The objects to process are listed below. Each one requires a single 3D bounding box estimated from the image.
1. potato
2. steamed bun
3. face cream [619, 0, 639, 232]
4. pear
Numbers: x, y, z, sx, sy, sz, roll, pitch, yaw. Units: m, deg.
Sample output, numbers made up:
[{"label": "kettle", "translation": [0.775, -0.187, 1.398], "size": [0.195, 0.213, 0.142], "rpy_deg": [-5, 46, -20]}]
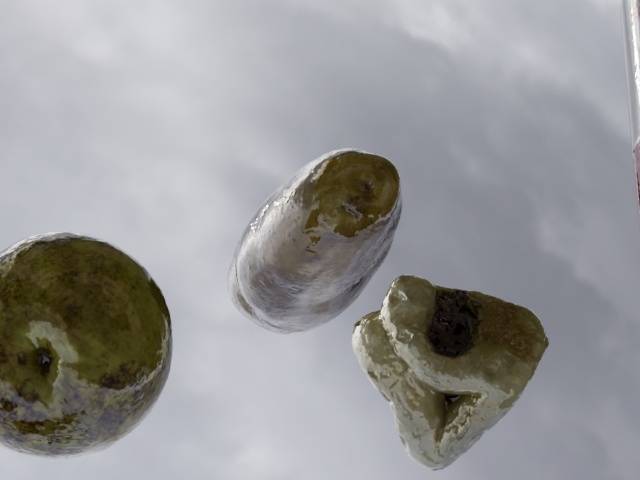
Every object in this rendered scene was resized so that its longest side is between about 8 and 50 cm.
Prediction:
[{"label": "potato", "translation": [0.000, 0.000, 1.706], "size": [0.195, 0.369, 0.176], "rpy_deg": [-1, -106, -12]}, {"label": "steamed bun", "translation": [0.110, 0.110, 1.455], "size": [0.155, 0.172, 0.141], "rpy_deg": [39, -146, -6]}, {"label": "face cream", "translation": [0.240, -0.071, 0.931], "size": [0.096, 0.096, 0.214], "rpy_deg": [27, -132, -29]}, {"label": "pear", "translation": [-0.219, 0.094, 1.275], "size": [0.197, 0.197, 0.197], "rpy_deg": [33, -154, -18]}]
